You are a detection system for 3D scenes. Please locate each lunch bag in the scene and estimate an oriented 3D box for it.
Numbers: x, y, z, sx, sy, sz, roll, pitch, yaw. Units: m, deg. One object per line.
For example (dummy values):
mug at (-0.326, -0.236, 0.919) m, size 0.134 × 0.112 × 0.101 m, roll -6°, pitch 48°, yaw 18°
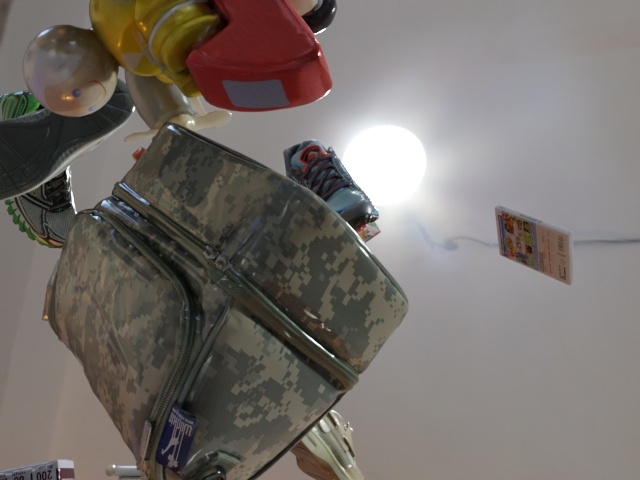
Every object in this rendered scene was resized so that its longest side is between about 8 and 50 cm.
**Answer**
lunch bag at (-0.108, 0.061, 0.662) m, size 0.256 × 0.212 × 0.305 m, roll -52°, pitch -138°, yaw -6°

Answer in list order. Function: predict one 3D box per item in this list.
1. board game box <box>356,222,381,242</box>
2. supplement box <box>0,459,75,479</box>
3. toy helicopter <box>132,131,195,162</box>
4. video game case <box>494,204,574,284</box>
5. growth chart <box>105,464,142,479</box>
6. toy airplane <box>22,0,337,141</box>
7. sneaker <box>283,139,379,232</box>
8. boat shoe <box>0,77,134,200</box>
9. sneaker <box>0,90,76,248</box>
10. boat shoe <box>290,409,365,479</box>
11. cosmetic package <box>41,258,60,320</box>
board game box at (0.000, 0.000, 1.550) m, size 0.193 × 0.305 × 0.053 m, roll -35°, pitch -106°, yaw 16°
supplement box at (-0.449, 0.475, 1.107) m, size 0.130 × 0.073 × 0.240 m, roll -11°, pitch -107°, yaw -2°
toy helicopter at (-0.251, -0.102, 1.610) m, size 0.140 × 0.355 × 0.235 m, roll -43°, pitch -147°, yaw -12°
video game case at (0.296, 0.005, 0.991) m, size 0.011 × 0.087 × 0.122 m, roll -34°, pitch -142°, yaw -24°
growth chart at (-0.236, 0.414, 0.965) m, size 0.171 × 0.021 × 0.237 m, roll -3°, pitch -89°, yaw 25°
toy airplane at (-0.205, -0.249, 0.703) m, size 0.272 × 0.386 × 0.384 m, roll -54°, pitch -154°, yaw -12°
sneaker at (-0.004, -0.080, 1.049) m, size 0.104 × 0.125 × 0.262 m, roll -28°, pitch -156°, yaw -10°
boat shoe at (-0.444, -0.156, 1.147) m, size 0.320 × 0.103 × 0.118 m, roll -35°, pitch -85°, yaw -11°
sneaker at (-0.585, -0.146, 1.497) m, size 0.146 × 0.134 × 0.344 m, roll -9°, pitch -77°, yaw 30°
boat shoe at (0.012, 0.322, 1.138) m, size 0.109 × 0.302 × 0.098 m, roll 13°, pitch -122°, yaw 37°
cosmetic package at (-0.529, 0.144, 1.703) m, size 0.237 × 0.127 × 0.107 m, roll 12°, pitch -143°, yaw -13°
